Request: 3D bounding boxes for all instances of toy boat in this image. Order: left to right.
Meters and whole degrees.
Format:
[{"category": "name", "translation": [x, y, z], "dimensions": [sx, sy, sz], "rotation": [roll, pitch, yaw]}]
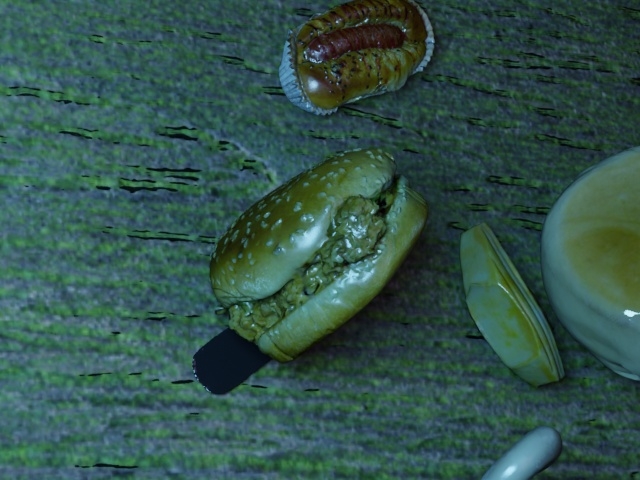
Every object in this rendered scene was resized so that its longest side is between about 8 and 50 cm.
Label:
[{"category": "toy boat", "translation": [0.184, 0.066, 1.832], "dimensions": [0.172, 0.065, 0.066], "rotation": [61, 30, -3]}]

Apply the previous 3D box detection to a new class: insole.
[{"category": "insole", "translation": [-0.047, 0.078, 1.702], "dimensions": [0.188, 0.004, 0.064], "rotation": [-38, 94, -37]}]

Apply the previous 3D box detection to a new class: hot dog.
[{"category": "hot dog", "translation": [0.039, -0.184, 1.820], "dimensions": [0.192, 0.053, 0.099], "rotation": [-25, 93, -35]}]

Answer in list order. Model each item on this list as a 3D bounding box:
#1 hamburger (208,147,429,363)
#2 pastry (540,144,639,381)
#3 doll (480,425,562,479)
[{"category": "hamburger", "translation": [0.000, 0.000, 1.627], "dimensions": [0.122, 0.215, 0.189], "rotation": [48, 53, -7]}, {"category": "pastry", "translation": [0.344, 0.022, 1.857], "dimensions": [0.265, 0.133, 0.265], "rotation": [-5, 53, 7]}, {"category": "doll", "translation": [0.202, 0.372, 1.610], "dimensions": [0.370, 0.226, 0.215], "rotation": [57, 28, 15]}]
